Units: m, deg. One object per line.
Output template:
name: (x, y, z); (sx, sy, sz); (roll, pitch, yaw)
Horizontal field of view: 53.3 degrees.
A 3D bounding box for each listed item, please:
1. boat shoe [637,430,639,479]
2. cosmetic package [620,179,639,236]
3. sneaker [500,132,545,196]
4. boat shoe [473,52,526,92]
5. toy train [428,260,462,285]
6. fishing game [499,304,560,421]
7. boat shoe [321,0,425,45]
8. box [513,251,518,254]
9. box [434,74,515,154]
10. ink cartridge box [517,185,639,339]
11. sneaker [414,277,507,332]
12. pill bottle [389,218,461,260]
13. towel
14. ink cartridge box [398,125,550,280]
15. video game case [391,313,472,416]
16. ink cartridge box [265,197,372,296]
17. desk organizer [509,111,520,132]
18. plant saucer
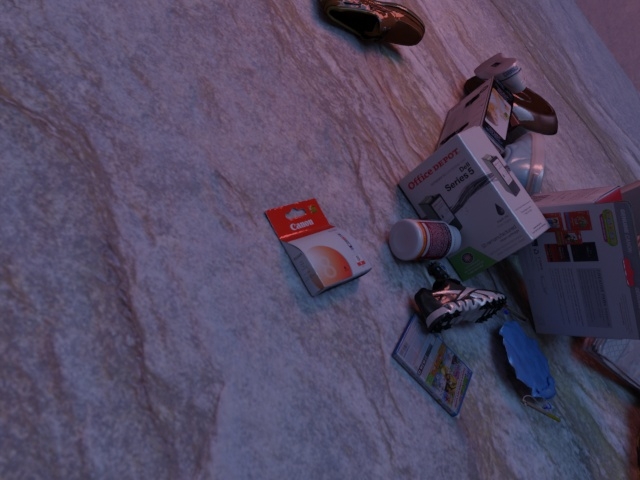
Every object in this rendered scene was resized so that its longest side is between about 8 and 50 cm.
boat shoe: (0.800, 0.470, 1.489); (0.117, 0.096, 0.324); (21, 38, 14)
cosmetic package: (0.931, 0.018, 1.761); (0.097, 0.284, 0.377); (-31, 90, -49)
sneaker: (0.519, -0.222, 1.727); (0.150, 0.135, 0.366); (13, 22, 10)
boat shoe: (0.508, -0.461, 1.780); (0.088, 0.096, 0.267); (53, 6, -17)
toy train: (0.288, 0.100, 1.357); (0.158, 0.027, 0.036); (45, 38, -7)
fishing game: (0.438, 0.258, 1.369); (0.189, 0.041, 0.263); (28, 40, -35)
boat shoe: (0.138, -0.563, 1.661); (0.308, 0.110, 0.104); (14, 56, -22)
box: (0.452, -0.040, 1.547); (0.203, 0.103, 0.114); (4, 58, -40)
box: (0.391, -0.283, 1.626); (0.087, 0.169, 0.289); (42, 40, -13)
ink cartridge box: (0.589, 0.049, 1.390); (0.130, 0.272, 0.309); (-25, 104, -38)
sneaker: (0.280, 0.115, 1.285); (0.235, 0.078, 0.106); (-7, 49, -37)
pill bottle: (0.222, -0.001, 1.327); (0.152, 0.086, 0.086); (1, 61, -41)
towel: (0.820, 0.195, 1.586); (0.317, 0.053, 0.331); (32, 83, -28)
ink cartridge box: (0.330, -0.081, 1.396); (0.115, 0.198, 0.272); (-25, 79, -47)
video game case: (0.214, 0.233, 1.202); (0.166, 0.015, 0.119); (45, 41, -6)
ink cartridge box: (0.000, 0.000, 1.162); (0.145, 0.045, 0.179); (-19, 77, -48)
desk organizer: (0.471, -0.294, 1.731); (0.050, 0.130, 0.047); (-23, 79, -46)
plant saucer: (0.583, -0.420, 1.909); (0.311, 0.050, 0.310); (19, 32, -13)
